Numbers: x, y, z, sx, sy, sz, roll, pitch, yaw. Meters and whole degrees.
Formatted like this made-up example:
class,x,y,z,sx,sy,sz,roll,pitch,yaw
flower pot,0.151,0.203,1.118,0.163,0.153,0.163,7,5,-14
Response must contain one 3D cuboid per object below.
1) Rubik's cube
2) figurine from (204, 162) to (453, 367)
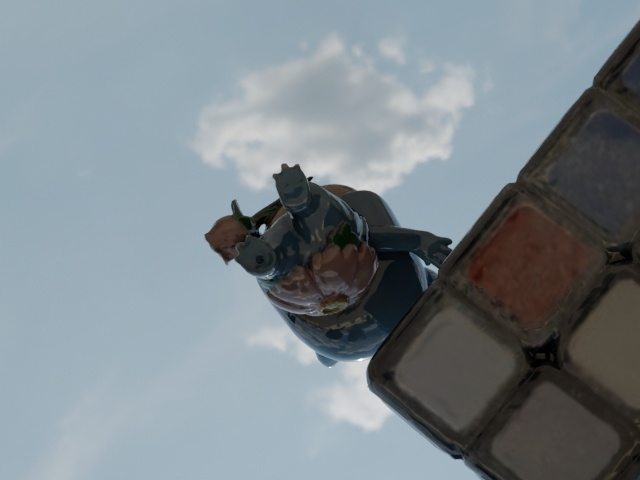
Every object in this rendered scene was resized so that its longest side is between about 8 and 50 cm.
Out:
class,x,y,z,sx,sy,sz,roll,pitch,yaw
Rubik's cube,0.238,0.052,0.610,0.287,0.292,0.293,39,-89,15
figurine,-0.005,0.001,0.733,0.144,0.178,0.114,41,-90,27
